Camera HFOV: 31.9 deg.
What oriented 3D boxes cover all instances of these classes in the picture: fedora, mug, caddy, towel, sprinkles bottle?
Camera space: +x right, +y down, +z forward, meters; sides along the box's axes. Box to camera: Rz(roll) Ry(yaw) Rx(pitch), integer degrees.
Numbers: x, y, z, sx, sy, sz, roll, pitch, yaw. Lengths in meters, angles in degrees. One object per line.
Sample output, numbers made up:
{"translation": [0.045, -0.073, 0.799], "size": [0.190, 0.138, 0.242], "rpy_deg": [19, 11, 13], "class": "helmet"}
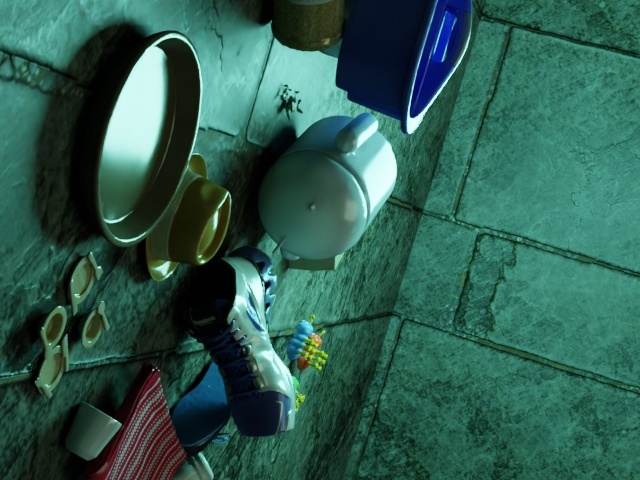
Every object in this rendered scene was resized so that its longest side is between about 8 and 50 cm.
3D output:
{"translation": [-0.181, -0.027, 1.596], "size": [0.194, 0.079, 0.194], "rpy_deg": [17, 90, -76], "class": "fedora"}
{"translation": [-0.307, 0.261, 1.501], "size": [0.064, 0.062, 0.078], "rpy_deg": [-60, 156, -15], "class": "mug"}
{"translation": [0.156, -0.347, 1.832], "size": [0.241, 0.179, 0.341], "rpy_deg": [17, 90, -77], "class": "caddy"}
{"translation": [-0.267, 0.329, 1.647], "size": [0.275, 0.031, 0.199], "rpy_deg": [84, 26, -50], "class": "towel"}
{"translation": [-0.015, -0.453, 1.646], "size": [0.355, 0.121, 0.121], "rpy_deg": [92, 21, -47], "class": "sprinkles bottle"}

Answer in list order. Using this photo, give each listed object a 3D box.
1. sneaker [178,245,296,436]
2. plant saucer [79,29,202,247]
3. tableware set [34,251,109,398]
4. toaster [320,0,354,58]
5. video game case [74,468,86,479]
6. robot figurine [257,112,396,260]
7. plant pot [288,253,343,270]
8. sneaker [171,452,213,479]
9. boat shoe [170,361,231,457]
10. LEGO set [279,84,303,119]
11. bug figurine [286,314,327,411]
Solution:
{"translation": [-0.148, 0.163, 1.797], "size": [0.182, 0.127, 0.316], "rpy_deg": [5, 75, -63], "class": "sneaker"}
{"translation": [-0.224, -0.128, 1.396], "size": [0.278, 0.041, 0.278], "rpy_deg": [17, 90, -75], "class": "plant saucer"}
{"translation": [-0.309, 0.106, 1.385], "size": [0.141, 0.020, 0.169], "rpy_deg": [93, 20, -45], "class": "tableware set"}
{"translation": [0.055, -0.418, 1.972], "size": [0.186, 0.110, 0.168], "rpy_deg": [51, 56, -74], "class": "toaster"}
{"translation": [-0.344, 0.469, 1.650], "size": [0.300, 0.036, 0.329], "rpy_deg": [-50, 152, -57], "class": "video game case"}
{"translation": [0.012, -0.095, 2.007], "size": [0.300, 0.199, 0.353], "rpy_deg": [-65, 173, 34], "class": "robot figurine"}
{"translation": [0.000, 0.000, 2.283], "size": [0.109, 0.096, 0.109], "rpy_deg": [92, 21, -45], "class": "plant pot"}
{"translation": [-0.247, 0.424, 1.920], "size": [0.094, 0.080, 0.212], "rpy_deg": [-27, 160, -23], "class": "sneaker"}
{"translation": [-0.183, 0.296, 1.920], "size": [0.258, 0.109, 0.089], "rpy_deg": [-48, 155, -55], "class": "boat shoe"}
{"translation": [-0.055, -0.243, 1.954], "size": [0.083, 0.023, 0.054], "rpy_deg": [67, 38, -49], "class": "LEGO set"}
{"translation": [-0.055, 0.276, 2.448], "size": [0.216, 0.072, 0.279], "rpy_deg": [-64, 169, -10], "class": "bug figurine"}
